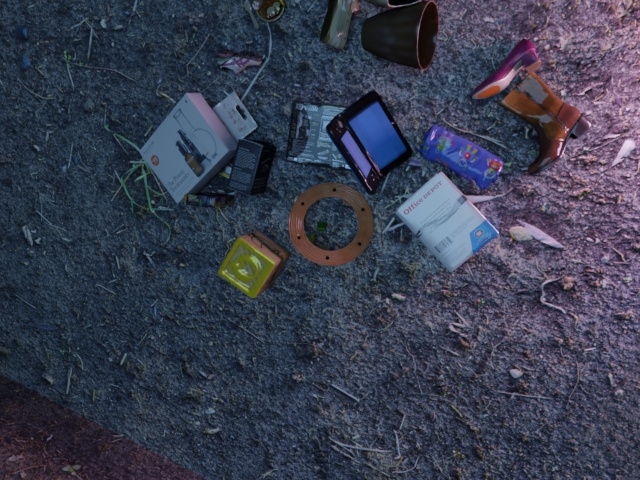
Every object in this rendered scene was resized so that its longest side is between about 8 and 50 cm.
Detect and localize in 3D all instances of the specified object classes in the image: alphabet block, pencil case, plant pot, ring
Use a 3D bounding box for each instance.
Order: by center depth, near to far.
[{"bbox_3d":[0.269,-0.721,1.556,0.231,0.215,0.215,16,104,27],"label":"plant pot"},{"bbox_3d":[0.504,-0.297,1.600,0.306,0.119,0.133,32,88,8],"label":"pencil case"},{"bbox_3d":[0.041,-0.065,1.762,0.337,0.032,0.336,0,81,0],"label":"ring"},{"bbox_3d":[-0.270,0.094,1.835,0.193,0.197,0.193,33,106,6],"label":"alphabet block"}]

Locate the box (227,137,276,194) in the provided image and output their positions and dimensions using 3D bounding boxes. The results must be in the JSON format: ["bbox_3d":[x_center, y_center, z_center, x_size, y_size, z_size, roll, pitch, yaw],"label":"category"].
[{"bbox_3d":[-0.275,-0.298,1.788,0.108,0.153,0.206,20,103,11],"label":"box"}]

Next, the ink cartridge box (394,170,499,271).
[{"bbox_3d":[0.464,-0.075,1.648,0.223,0.129,0.307,-43,88,18],"label":"ink cartridge box"}]

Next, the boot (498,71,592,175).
[{"bbox_3d":[0.737,-0.399,1.535,0.280,0.096,0.264,41,108,5],"label":"boot"}]

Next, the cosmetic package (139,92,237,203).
[{"bbox_3d":[-0.548,-0.375,1.838,0.377,0.097,0.284,-37,87,30],"label":"cosmetic package"}]

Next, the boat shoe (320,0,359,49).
[{"bbox_3d":[0.088,-0.858,1.624,0.098,0.109,0.301,14,93,-25],"label":"boat shoe"}]

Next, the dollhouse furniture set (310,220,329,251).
[{"bbox_3d":[0.000,0.000,1.839,0.076,0.058,0.151,2,120,7],"label":"dollhouse furniture set"}]

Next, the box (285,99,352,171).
[{"bbox_3d":[0.029,-0.405,1.727,0.308,0.076,0.242,10,102,12],"label":"box"}]

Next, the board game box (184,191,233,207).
[{"bbox_3d":[-0.463,-0.171,1.850,0.141,0.170,0.048,5,100,13],"label":"board game box"}]

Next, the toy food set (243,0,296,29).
[{"bbox_3d":[-0.201,-0.916,1.711,0.192,0.038,0.132,-24,94,18],"label":"toy food set"}]

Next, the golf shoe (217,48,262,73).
[{"bbox_3d":[-0.320,-0.714,1.775,0.186,0.067,0.085,10,129,12],"label":"golf shoe"}]

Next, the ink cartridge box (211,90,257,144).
[{"bbox_3d":[-0.385,-0.475,1.839,0.225,0.056,0.180,-34,90,14],"label":"ink cartridge box"}]

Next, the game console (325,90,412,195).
[{"bbox_3d":[0.184,-0.352,1.587,0.174,0.250,0.293,-28,108,26],"label":"game console"}]

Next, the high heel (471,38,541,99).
[{"bbox_3d":[0.629,-0.597,1.549,0.244,0.082,0.117,-30,63,30],"label":"high heel"}]

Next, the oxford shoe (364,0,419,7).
[{"bbox_3d":[0.330,-0.844,1.457,0.397,0.140,0.146,-28,56,-14],"label":"oxford shoe"}]
